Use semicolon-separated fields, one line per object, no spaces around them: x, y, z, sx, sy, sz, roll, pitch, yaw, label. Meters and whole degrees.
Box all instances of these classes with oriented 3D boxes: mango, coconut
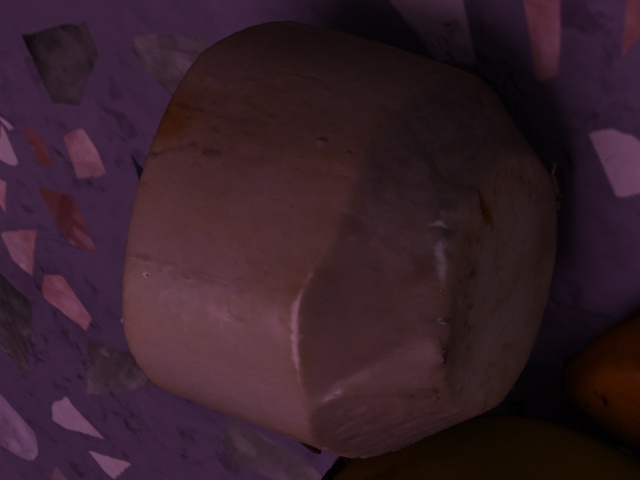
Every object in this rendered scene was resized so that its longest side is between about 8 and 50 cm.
0.246;0.112;1.153;0.115;0.089;0.165;41;149;3;mango
0.000;0.000;1.114;0.323;0.323;0.323;26;141;24;coconut

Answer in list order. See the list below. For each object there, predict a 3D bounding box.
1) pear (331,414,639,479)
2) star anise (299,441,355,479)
0.136;0.310;1.184;0.362;0.362;0.418;52;169;-11;pear
0.061;0.189;1.420;0.236;0.093;0.229;47;139;-10;star anise
